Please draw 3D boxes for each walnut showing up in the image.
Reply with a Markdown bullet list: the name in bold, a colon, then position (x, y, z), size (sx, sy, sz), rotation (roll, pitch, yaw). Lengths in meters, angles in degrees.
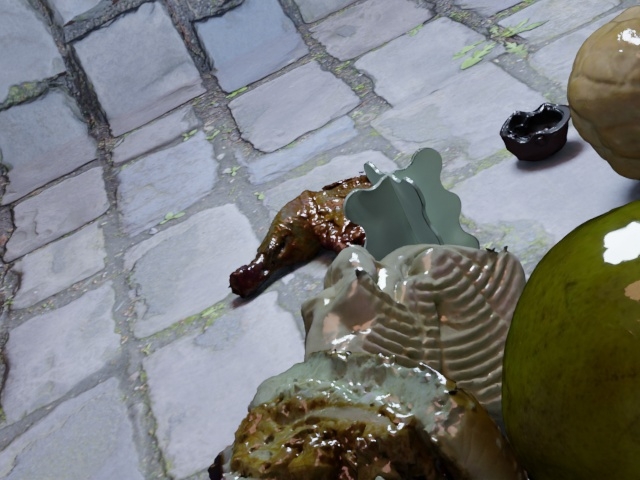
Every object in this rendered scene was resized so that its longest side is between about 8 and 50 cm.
- **walnut**: position (0.495, -0.209, 1.814), size (0.296, 0.285, 0.285), rotation (7, 18, -16)

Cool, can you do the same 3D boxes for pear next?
- **pear**: position (0.341, 0.116, 1.228), size (0.352, 0.352, 0.413), rotation (-29, 16, -7)

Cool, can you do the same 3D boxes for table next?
- **table**: position (0.131, -0.018, 1.859), size (0.167, 0.198, 0.166), rotation (-22, 24, 10)

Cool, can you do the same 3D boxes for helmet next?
- **helmet**: position (0.353, -0.168, 2.106), size (0.123, 0.070, 0.098), rotation (-7, 36, 24)

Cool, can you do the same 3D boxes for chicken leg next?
- **chicken leg**: position (-0.003, -0.008, 2.140), size (0.323, 0.083, 0.177), rotation (-17, 40, 15)

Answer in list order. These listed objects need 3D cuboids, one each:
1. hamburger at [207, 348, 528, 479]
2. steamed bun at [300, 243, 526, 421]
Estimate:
- **hamburger**: position (0.052, 0.267, 1.260), size (0.318, 0.276, 0.195), rotation (2, 41, 47)
- **steamed bun**: position (0.100, 0.139, 1.527), size (0.320, 0.275, 0.206), rotation (-8, -19, -31)
